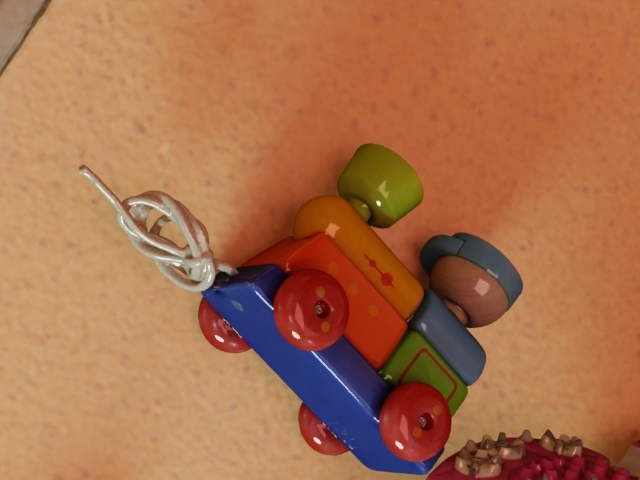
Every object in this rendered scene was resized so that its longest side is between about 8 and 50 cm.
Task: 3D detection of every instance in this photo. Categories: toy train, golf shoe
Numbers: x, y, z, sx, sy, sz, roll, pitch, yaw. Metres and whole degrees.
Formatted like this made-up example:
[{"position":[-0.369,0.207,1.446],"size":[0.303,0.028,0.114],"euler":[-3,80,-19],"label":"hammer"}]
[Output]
[{"position":[0.000,0.000,0.886],"size":[0.248,0.105,0.143],"euler":[48,64,-19],"label":"toy train"},{"position":[0.168,0.185,0.936],"size":[0.306,0.115,0.140],"euler":[7,103,-41],"label":"golf shoe"}]
